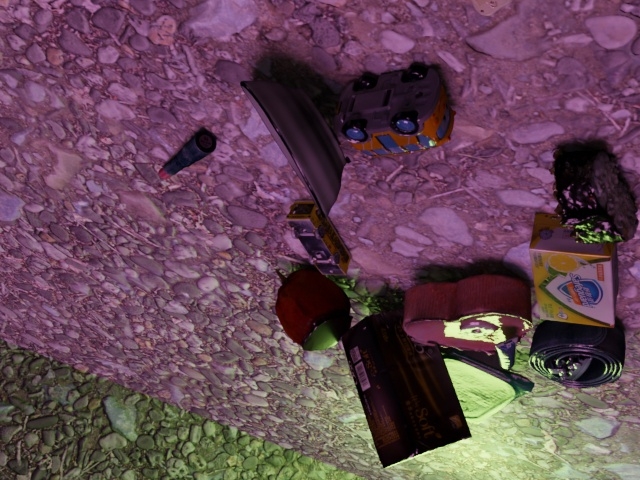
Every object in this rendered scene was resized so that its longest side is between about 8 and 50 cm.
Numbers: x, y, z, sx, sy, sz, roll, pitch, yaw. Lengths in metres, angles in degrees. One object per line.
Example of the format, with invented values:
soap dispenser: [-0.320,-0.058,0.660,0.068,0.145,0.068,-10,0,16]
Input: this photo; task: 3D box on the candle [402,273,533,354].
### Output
candle: [0.371,0.172,2.038,0.316,0.132,0.287,-12,147,39]

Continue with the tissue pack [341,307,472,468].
tissue pack: [0.201,0.361,2.175,0.198,0.370,0.210,-12,164,-23]

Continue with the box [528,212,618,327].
box: [0.533,0.065,1.803,0.168,0.097,0.265,7,145,23]

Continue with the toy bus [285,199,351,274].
toy bus: [0.000,0.000,2.048,0.081,0.074,0.226,1,143,32]

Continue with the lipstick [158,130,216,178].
lipstick: [-0.318,-0.189,1.983,0.053,0.054,0.234,36,148,-22]

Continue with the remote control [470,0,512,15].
remote control: [0.244,-0.404,1.337,0.122,0.032,0.074,37,145,-24]

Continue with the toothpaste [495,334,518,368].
toothpaste: [0.440,0.267,2.038,0.057,0.035,0.197,-22,152,1]

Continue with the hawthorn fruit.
hawthorn fruit: [-0.035,0.168,2.219,0.251,0.189,0.190,38,152,18]

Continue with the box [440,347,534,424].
box: [0.389,0.361,2.326,0.264,0.106,0.337,25,149,-5]

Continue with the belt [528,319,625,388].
belt: [0.609,0.252,2.023,0.206,0.116,0.267,20,151,-3]

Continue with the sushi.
sushi: [0.497,-0.065,1.587,0.114,0.147,0.212,-8,141,38]

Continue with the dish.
dish: [-0.030,-0.198,1.655,0.106,0.316,0.316,-33,133,0]

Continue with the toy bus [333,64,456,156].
toy bus: [0.143,-0.226,1.582,0.209,0.126,0.136,-5,148,35]
